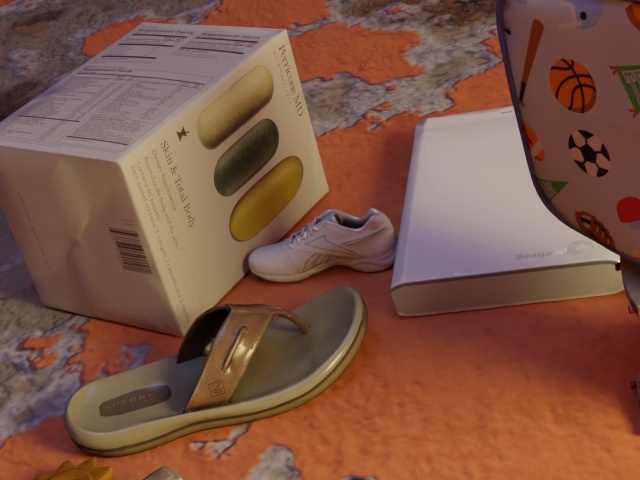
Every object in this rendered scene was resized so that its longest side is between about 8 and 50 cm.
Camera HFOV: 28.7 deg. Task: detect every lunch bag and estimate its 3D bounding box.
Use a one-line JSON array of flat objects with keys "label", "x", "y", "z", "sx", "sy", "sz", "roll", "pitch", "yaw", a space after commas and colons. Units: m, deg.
[{"label": "lunch bag", "x": 0.257, "y": -0.084, "z": 0.796, "sx": 0.115, "sy": 0.243, "sz": 0.303, "roll": -35, "pitch": 36, "yaw": -27}]

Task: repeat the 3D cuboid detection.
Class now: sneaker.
[{"label": "sneaker", "x": 0.000, "y": 0.000, "z": 1.206, "sx": 0.152, "sy": 0.061, "sz": 0.053, "roll": -9, "pitch": 34, "yaw": 13}]

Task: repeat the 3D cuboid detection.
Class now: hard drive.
[{"label": "hard drive", "x": 0.182, "y": -0.043, "z": 1.211, "sx": 0.203, "sy": 0.040, "sz": 0.307, "roll": -7, "pitch": 32, "yaw": 14}]

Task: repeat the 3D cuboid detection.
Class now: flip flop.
[{"label": "flip flop", "x": -0.091, "y": 0.100, "z": 1.067, "sx": 0.277, "sy": 0.080, "sz": 0.112, "roll": -18, "pitch": 31, "yaw": -2}]

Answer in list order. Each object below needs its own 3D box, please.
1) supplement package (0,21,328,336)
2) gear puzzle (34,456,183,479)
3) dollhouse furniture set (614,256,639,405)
[{"label": "supplement package", "x": -0.159, "y": -0.072, "z": 1.258, "sx": 0.198, "sy": 0.199, "sz": 0.262, "roll": 9, "pitch": 39, "yaw": 34}, {"label": "gear puzzle", "x": -0.139, "y": 0.250, "z": 0.897, "sx": 0.175, "sy": 0.044, "sz": 0.339, "roll": -33, "pitch": 32, "yaw": -24}, {"label": "dollhouse furniture set", "x": 0.288, "y": 0.035, "z": 0.952, "sx": 0.129, "sy": 0.129, "sz": 0.183, "roll": -11, "pitch": 33, "yaw": 8}]
